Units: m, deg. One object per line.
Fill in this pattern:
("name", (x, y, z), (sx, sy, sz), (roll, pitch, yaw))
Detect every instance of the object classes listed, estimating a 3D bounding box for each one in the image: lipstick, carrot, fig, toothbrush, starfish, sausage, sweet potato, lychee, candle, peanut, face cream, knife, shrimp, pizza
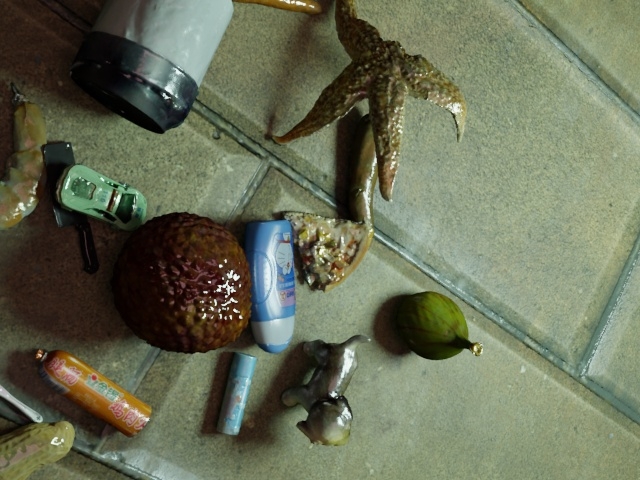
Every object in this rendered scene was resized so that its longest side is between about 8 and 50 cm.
("lipstick", (-0.167, 0.304, 1.607), (0.048, 0.048, 0.158), (16, 85, -26))
("carrot", (-0.085, -0.487, 1.626), (0.224, 0.057, 0.057), (6, 89, -30))
("fig", (0.278, 0.188, 1.709), (0.151, 0.259, 0.151), (-3, 95, -34))
("toothbrush", (-0.569, 0.260, 1.421), (0.204, 0.022, 0.017), (46, 56, -21))
("starfish", (0.111, -0.300, 1.630), (0.398, 0.132, 0.384), (32, 85, 5))
("sausage", (-0.420, 0.270, 1.468), (0.234, 0.071, 0.071), (40, 75, -22))
("sweet potato", (0.095, -0.140, 1.713), (0.075, 0.075, 0.273), (8, 91, -26))
("lychee", (-0.245, 0.080, 1.460), (0.260, 0.260, 0.260), (-1, 92, -26))
("candle", (-0.282, -0.378, 1.436), (0.221, 0.221, 0.342), (29, 78, -24))
("peanut", (-0.524, 0.376, 1.411), (0.194, 0.083, 0.093), (-17, 85, -24))
("face cream", (-0.099, 0.092, 1.597), (0.149, 0.083, 0.264), (-10, 97, -64))
("knife", (-0.452, -0.054, 1.457), (0.072, 0.019, 0.245), (-22, 102, -55))
("shrimp", (-0.564, -0.116, 1.387), (0.287, 0.068, 0.185), (-49, 114, -19))
("pizza", (0.000, 0.000, 1.665), (0.195, 0.052, 0.185), (35, 95, -11))

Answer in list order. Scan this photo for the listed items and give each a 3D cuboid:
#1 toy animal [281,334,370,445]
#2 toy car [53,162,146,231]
("toy animal", (0.017, 0.307, 1.640), (0.121, 0.169, 0.233), (29, 65, -24))
("toy car", (-0.390, -0.077, 1.464), (0.186, 0.058, 0.093), (27, 75, -42))
